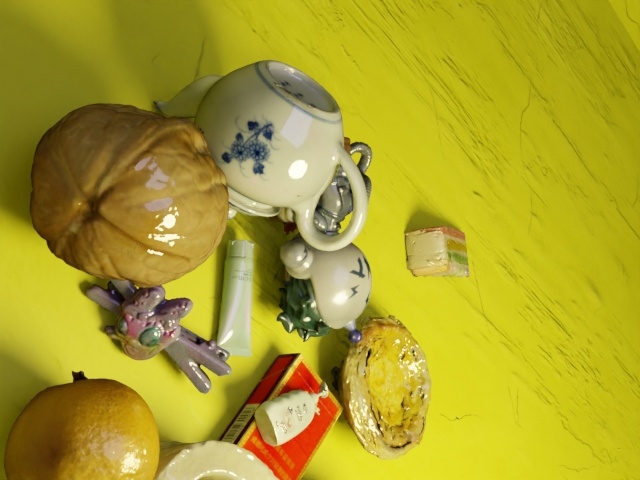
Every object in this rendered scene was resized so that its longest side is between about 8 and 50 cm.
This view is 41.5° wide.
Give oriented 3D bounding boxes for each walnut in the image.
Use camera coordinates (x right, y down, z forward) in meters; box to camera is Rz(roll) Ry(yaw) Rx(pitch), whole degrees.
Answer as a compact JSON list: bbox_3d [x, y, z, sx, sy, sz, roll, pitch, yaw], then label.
[{"bbox_3d":[-0.273,-0.069,1.232,0.313,0.277,0.251,-61,163,-78],"label":"walnut"}]

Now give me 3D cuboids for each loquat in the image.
[{"bbox_3d":[-0.322,0.283,1.147,0.208,0.208,0.207,13,71,-44],"label":"loquat"}]

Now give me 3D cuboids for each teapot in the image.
[{"bbox_3d":[-0.099,-0.143,1.401,0.424,0.280,0.252,40,24,11],"label":"teapot"}]

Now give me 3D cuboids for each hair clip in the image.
[{"bbox_3d":[-0.237,0.145,1.336,0.278,0.137,0.090,40,19,-33],"label":"hair clip"}]

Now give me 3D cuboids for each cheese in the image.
[{"bbox_3d":[-0.200,0.470,1.262,0.292,0.153,0.332,47,52,-27],"label":"cheese"}]

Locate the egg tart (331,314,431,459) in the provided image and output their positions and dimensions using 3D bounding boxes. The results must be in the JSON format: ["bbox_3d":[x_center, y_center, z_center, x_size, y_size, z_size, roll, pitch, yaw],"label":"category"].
[{"bbox_3d":[0.111,0.286,1.667,0.291,0.107,0.290,22,61,-46],"label":"egg tart"}]

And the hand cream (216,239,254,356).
[{"bbox_3d":[-0.148,0.100,1.486,0.078,0.050,0.204,12,76,-43],"label":"hand cream"}]

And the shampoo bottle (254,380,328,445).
[{"bbox_3d":[-0.041,0.291,1.451,0.152,0.045,0.077,-21,94,-46],"label":"shampoo bottle"}]

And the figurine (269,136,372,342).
[{"bbox_3d":[-0.003,0.000,1.559,0.261,0.186,0.381,3,83,-56],"label":"figurine"}]

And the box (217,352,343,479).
[{"bbox_3d":[-0.072,0.335,1.492,0.153,0.074,0.239,52,49,-18],"label":"box"}]

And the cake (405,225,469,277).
[{"bbox_3d":[0.296,0.025,1.936,0.225,0.090,0.109,3,75,-47],"label":"cake"}]
